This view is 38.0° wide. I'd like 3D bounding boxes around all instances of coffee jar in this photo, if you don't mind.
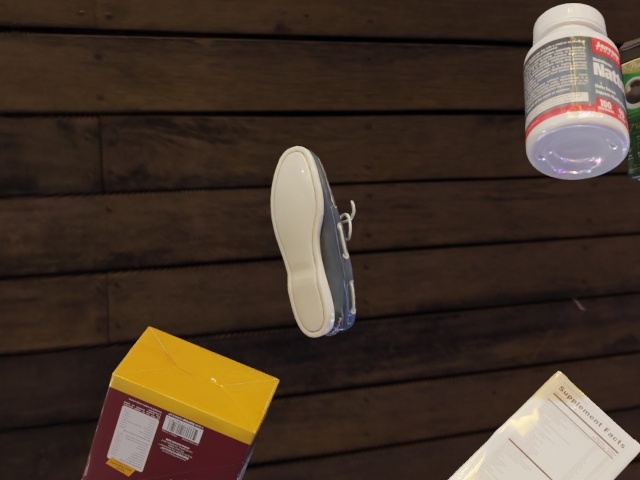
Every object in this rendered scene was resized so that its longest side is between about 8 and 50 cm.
[{"bbox_3d":[0.431,-0.172,1.175,0.079,0.096,0.184,-4,88,-21],"label":"coffee jar"}]

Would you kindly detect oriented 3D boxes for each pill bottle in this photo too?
[{"bbox_3d":[0.278,-0.168,1.022,0.108,0.108,0.180,18,57,-21],"label":"pill bottle"}]

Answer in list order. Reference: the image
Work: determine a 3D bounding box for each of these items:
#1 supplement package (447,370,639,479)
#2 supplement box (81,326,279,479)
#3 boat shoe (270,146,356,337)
[{"bbox_3d":[0.251,0.303,1.139,0.244,0.134,0.139,-40,70,-14],"label":"supplement package"},{"bbox_3d":[-0.183,0.254,1.210,0.191,0.129,0.194,22,115,2],"label":"supplement box"},{"bbox_3d":[0.000,0.000,1.246,0.079,0.095,0.254,-8,84,-45],"label":"boat shoe"}]
